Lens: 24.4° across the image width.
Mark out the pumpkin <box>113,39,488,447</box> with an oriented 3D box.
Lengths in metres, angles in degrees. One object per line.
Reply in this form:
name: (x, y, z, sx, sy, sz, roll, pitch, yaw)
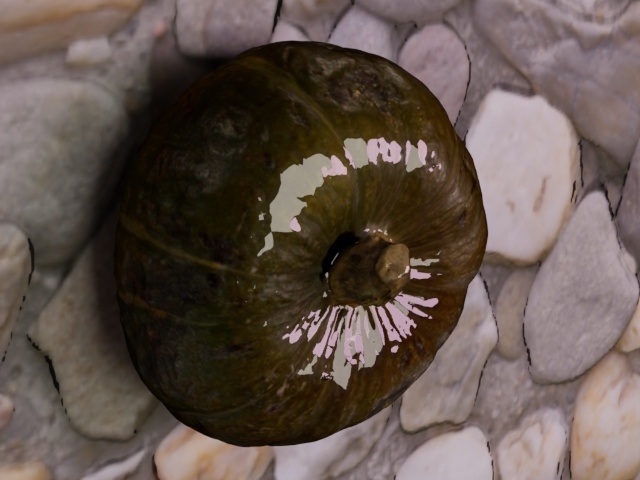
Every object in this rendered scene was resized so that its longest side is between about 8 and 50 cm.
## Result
pumpkin: (0.000, 0.000, 0.780, 0.219, 0.162, 0.219, -13, 111, -35)
